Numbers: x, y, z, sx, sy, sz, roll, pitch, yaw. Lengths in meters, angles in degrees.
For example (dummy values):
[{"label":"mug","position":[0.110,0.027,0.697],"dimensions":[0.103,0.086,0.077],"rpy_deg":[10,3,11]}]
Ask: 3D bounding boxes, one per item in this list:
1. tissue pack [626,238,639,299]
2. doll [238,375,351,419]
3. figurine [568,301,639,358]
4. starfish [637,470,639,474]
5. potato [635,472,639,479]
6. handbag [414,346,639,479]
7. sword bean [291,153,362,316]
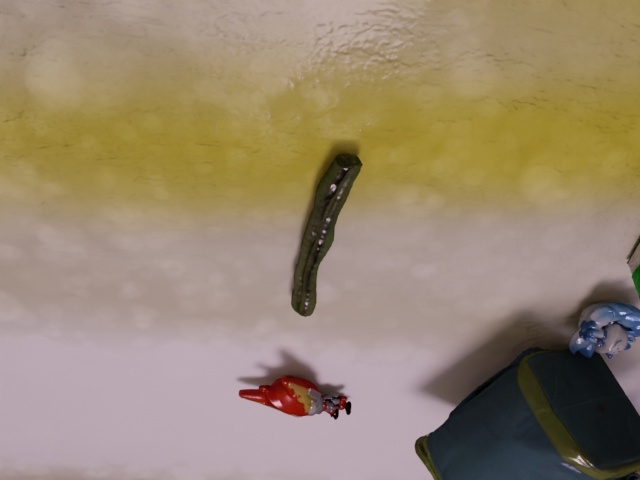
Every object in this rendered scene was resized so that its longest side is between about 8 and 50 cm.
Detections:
[{"label":"tissue pack","position":[0.490,0.010,0.953],"dimensions":[0.147,0.156,0.209],"rpy_deg":[5,135,-6]},{"label":"doll","position":[-0.027,0.237,1.207],"dimensions":[0.169,0.057,0.109],"rpy_deg":[18,149,-40]},{"label":"figurine","position":[0.410,0.126,1.113],"dimensions":[0.114,0.079,0.114],"rpy_deg":[-3,128,-3]},{"label":"starfish","position":[0.483,0.353,1.228],"dimensions":[0.130,0.041,0.133],"rpy_deg":[20,123,-38]},{"label":"potato","position":[0.493,0.411,1.347],"dimensions":[0.174,0.159,0.251],"rpy_deg":[-32,134,13]},{"label":"handbag","position":[0.314,0.297,1.159],"dimensions":[0.263,0.222,0.241],"rpy_deg":[-1,141,-46]},{"label":"sword bean","position":[0.000,0.000,0.986],"dimensions":[0.043,0.038,0.269],"rpy_deg":[23,133,7]}]
